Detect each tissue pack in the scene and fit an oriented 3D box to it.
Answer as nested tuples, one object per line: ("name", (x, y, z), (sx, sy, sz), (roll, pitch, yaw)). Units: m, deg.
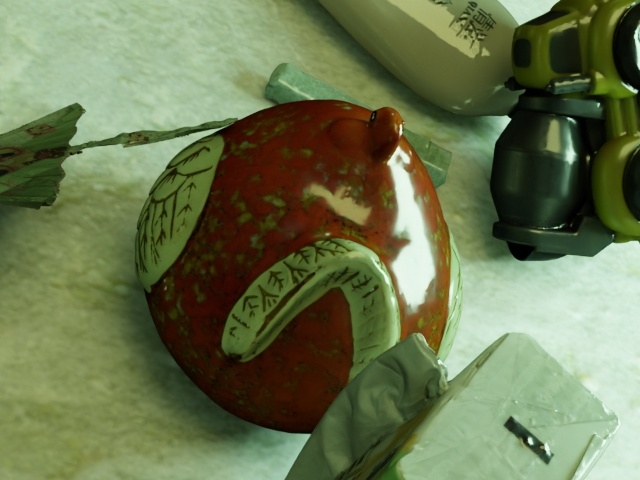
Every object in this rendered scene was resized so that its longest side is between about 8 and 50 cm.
("tissue pack", (0.051, 0.163, 1.022), (0.145, 0.229, 0.159), (43, 48, 7))

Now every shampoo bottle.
("shampoo bottle", (0.095, -0.189, 1.407), (0.257, 0.078, 0.127), (38, 56, -3))

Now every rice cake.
("rice cake", (0.033, -0.096, 1.340), (0.171, 0.029, 0.033), (28, 44, -6))

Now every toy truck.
("toy truck", (0.214, -0.099, 1.326), (0.165, 0.147, 0.224), (-8, 101, -17))

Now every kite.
("kite", (-0.180, -0.065, 1.132), (0.250, 0.012, 0.229), (-9, 23, 3))

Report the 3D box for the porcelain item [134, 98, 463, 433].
("porcelain item", (0.000, 0.000, 1.117), (0.253, 0.253, 0.253), (14, 51, -18))
